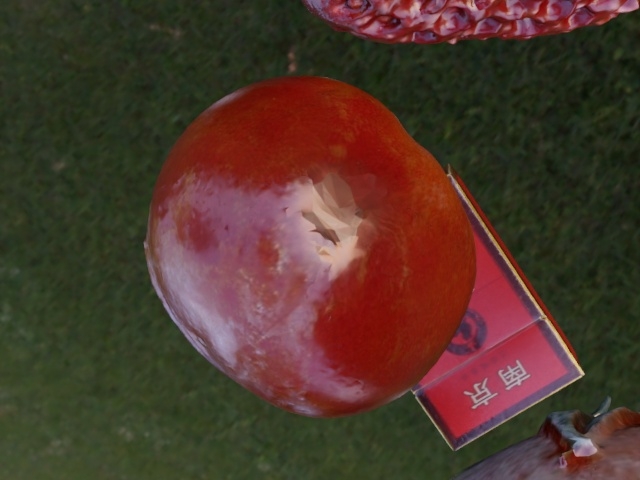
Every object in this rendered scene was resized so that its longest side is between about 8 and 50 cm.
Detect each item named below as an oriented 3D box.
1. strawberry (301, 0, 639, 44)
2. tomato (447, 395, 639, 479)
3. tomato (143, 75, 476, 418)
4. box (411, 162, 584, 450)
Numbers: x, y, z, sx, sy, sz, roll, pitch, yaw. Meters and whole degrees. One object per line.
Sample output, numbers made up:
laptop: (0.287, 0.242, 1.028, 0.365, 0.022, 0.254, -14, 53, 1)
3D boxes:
strawberry: (0.126, -0.308, 1.076, 0.295, 0.345, 0.317, 27, 138, 49)
tomato: (0.189, 0.215, 0.665, 0.317, 0.282, 0.316, -6, 162, -2)
tomato: (0.000, 0.000, 0.796, 0.233, 0.200, 0.139, 47, 165, -1)
box: (0.128, 0.065, 1.201, 0.153, 0.074, 0.239, -33, 99, 8)
